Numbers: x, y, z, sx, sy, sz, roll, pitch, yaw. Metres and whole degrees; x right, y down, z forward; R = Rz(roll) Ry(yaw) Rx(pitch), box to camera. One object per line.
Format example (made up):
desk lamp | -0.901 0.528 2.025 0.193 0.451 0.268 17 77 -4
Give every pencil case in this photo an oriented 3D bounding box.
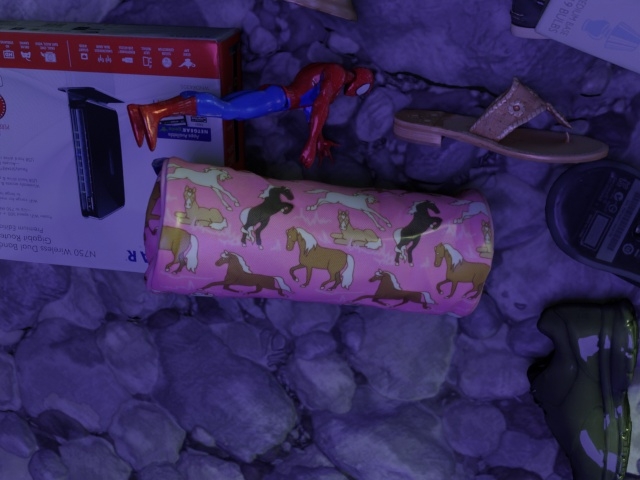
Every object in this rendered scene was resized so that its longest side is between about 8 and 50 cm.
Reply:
pencil case | 0.000 0.000 0.994 0.386 0.167 0.160 5 139 -9

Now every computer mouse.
computer mouse | 0.369 0.003 1.008 0.272 0.072 0.188 29 98 -6

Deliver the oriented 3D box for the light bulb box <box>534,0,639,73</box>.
light bulb box | 0.420 -0.285 0.705 0.361 0.225 0.358 22 151 4

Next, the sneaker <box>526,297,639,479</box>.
sneaker | 0.321 0.203 1.104 0.130 0.109 0.286 3 105 19

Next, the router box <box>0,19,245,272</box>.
router box | -0.262 -0.114 1.109 0.336 0.082 0.301 4 114 12

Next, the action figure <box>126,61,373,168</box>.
action figure | -0.058 -0.121 0.996 0.280 0.091 0.139 -19 109 -20

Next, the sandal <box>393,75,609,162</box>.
sandal | 0.198 -0.142 0.981 0.240 0.088 0.079 8 117 17

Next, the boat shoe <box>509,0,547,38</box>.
boat shoe | 0.299 -0.247 0.917 0.206 0.075 0.064 2 117 18

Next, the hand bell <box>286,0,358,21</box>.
hand bell | 0.013 -0.366 0.937 0.126 0.126 0.242 18 103 6
